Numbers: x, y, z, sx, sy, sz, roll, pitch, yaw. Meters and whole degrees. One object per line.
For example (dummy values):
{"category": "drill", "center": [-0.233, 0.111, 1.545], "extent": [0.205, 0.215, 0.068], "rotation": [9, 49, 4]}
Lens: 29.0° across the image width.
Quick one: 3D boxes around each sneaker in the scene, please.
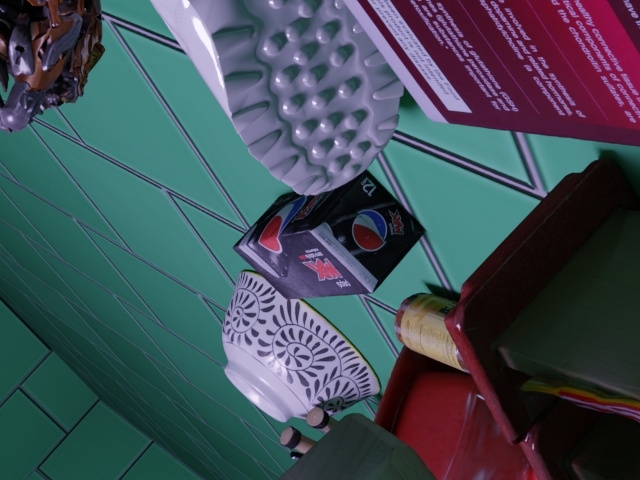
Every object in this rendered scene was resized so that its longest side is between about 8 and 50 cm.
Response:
{"category": "sneaker", "center": [-0.040, -0.121, 0.569], "extent": [0.095, 0.090, 0.235], "rotation": [41, 166, 52]}

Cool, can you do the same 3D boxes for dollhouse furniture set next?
{"category": "dollhouse furniture set", "center": [0.084, 0.147, 0.442], "extent": [0.201, 0.374, 0.152], "rotation": [19, 148, 56]}

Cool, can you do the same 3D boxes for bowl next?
{"category": "bowl", "center": [-0.035, 0.114, 1.139], "extent": [0.170, 0.080, 0.170], "rotation": [37, 164, 12]}

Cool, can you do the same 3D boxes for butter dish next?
{"category": "butter dish", "center": [0.114, 0.158, 0.804], "extent": [0.160, 0.160, 0.118], "rotation": [38, 148, -23]}

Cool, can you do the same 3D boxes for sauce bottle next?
{"category": "sauce bottle", "center": [0.099, 0.064, 0.776], "extent": [0.128, 0.042, 0.042], "rotation": [17, 151, 52]}

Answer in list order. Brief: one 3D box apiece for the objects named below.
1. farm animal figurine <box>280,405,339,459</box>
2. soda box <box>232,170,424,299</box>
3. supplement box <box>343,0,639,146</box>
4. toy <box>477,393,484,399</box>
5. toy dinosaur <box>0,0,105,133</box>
{"category": "farm animal figurine", "center": [0.105, 0.281, 1.013], "extent": [0.327, 0.330, 0.172], "rotation": [-26, 137, 35]}
{"category": "soda box", "center": [0.000, 0.000, 0.812], "extent": [0.060, 0.053, 0.169], "rotation": [45, 163, -11]}
{"category": "supplement box", "center": [0.090, -0.091, 0.338], "extent": [0.130, 0.073, 0.239], "rotation": [50, 163, -30]}
{"category": "toy", "center": [0.203, 0.133, 0.665], "extent": [0.137, 0.056, 0.237], "rotation": [24, -177, -31]}
{"category": "toy dinosaur", "center": [-0.188, -0.190, 0.530], "extent": [0.164, 0.218, 0.322], "rotation": [-16, 115, 35]}
